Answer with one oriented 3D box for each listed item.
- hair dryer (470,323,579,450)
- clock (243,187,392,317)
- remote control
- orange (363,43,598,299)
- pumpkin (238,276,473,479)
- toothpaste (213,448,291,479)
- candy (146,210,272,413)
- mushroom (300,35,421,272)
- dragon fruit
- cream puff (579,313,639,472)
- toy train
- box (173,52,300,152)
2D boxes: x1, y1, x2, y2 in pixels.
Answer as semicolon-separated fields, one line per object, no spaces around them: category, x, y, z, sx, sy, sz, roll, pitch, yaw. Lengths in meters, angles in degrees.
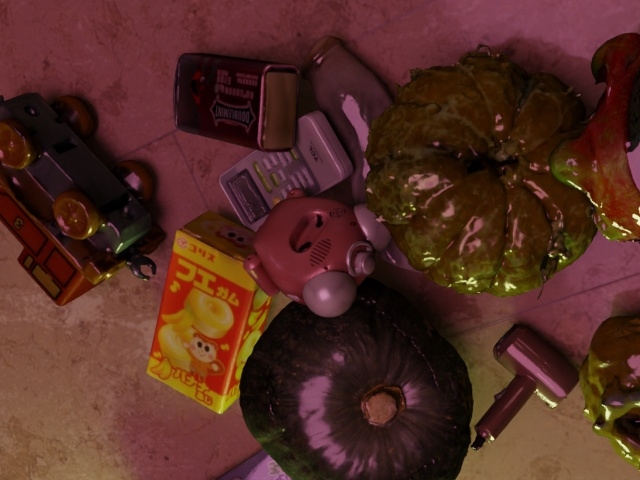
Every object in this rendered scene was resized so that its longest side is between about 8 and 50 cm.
hair dryer;0.251;0.205;1.429;0.117;0.182;0.064;41;155;10
clock;0.000;0.011;1.392;0.162;0.166;0.093;15;153;37
remote control;-0.052;-0.091;1.504;0.250;0.034;0.103;-27;93;52
orange;0.193;-0.073;1.315;0.301;0.223;0.300;23;73;-2
pumpkin;0.059;0.216;1.466;0.328;0.257;0.291;37;82;0
toothpaste;-0.143;0.424;1.735;0.371;0.080;0.125;-31;87;21
candy;-0.159;0.109;1.614;0.146;0.088;0.276;25;121;18
mushroom;0.076;-0.112;1.457;0.109;0.097;0.351;-22;91;33
dragon fruit;0.400;-0.108;1.201;0.130;0.295;0.268;1;107;67
cream puff;0.451;0.198;1.322;0.282;0.185;0.282;5;103;23
toy train;-0.397;-0.057;1.657;0.369;0.163;0.231;47;127;6
box;-0.117;-0.192;1.476;0.224;0.069;0.120;21;109;50
